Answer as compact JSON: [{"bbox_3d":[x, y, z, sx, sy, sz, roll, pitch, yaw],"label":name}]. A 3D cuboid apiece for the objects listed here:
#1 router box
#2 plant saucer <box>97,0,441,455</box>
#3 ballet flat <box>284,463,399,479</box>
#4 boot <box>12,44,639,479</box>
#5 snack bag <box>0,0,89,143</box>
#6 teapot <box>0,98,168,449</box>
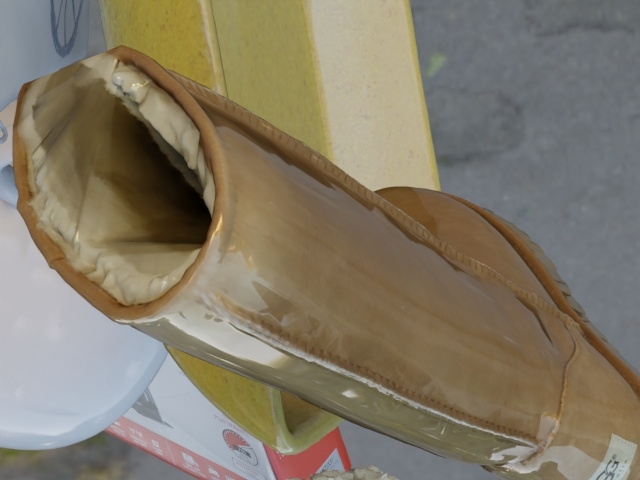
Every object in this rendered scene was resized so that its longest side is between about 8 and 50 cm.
[{"bbox_3d":[-0.154,0.067,1.284,0.335,0.082,0.301,19,141,38],"label":"router box"},{"bbox_3d":[-0.024,-0.079,0.814,0.081,0.333,0.333,-8,-175,20],"label":"plant saucer"},{"bbox_3d":[-0.065,0.322,1.124,0.147,0.147,0.409,15,118,-25],"label":"ballet flat"},{"bbox_3d":[0.000,0.000,0.560,0.269,0.236,0.089,29,96,-41],"label":"boot"},{"bbox_3d":[-0.143,-0.206,0.671,0.037,0.342,0.323,8,107,1],"label":"snack bag"},{"bbox_3d":[-0.214,0.009,0.961,0.187,0.252,0.256,22,100,-44],"label":"teapot"}]
